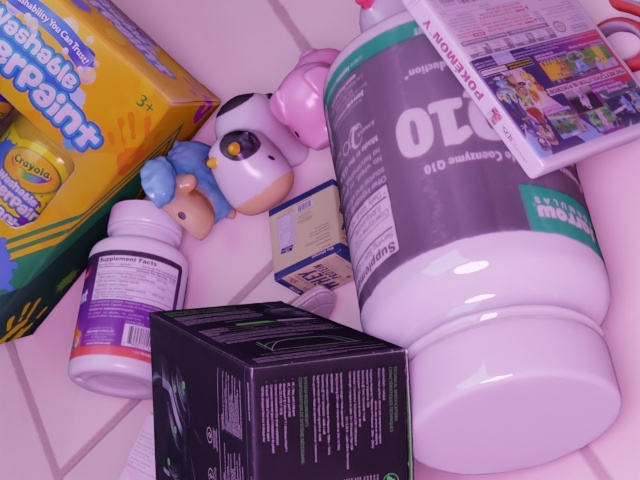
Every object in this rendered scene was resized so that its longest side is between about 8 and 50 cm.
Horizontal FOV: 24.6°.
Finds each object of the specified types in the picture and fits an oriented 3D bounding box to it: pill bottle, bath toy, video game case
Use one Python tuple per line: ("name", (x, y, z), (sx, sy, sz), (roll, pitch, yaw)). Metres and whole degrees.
("pill bottle", (0.124, -0.003, 1.226), (0.204, 0.204, 0.361), (-29, 52, 27))
("bath toy", (-0.018, -0.136, 1.474), (0.348, 0.129, 0.151), (-35, 49, 22))
("pill bottle", (-0.196, 0.060, 1.539), (0.108, 0.108, 0.193), (-11, 61, 37))
("video game case", (0.181, -0.147, 1.217), (0.183, 0.201, 0.023), (56, 132, 13))

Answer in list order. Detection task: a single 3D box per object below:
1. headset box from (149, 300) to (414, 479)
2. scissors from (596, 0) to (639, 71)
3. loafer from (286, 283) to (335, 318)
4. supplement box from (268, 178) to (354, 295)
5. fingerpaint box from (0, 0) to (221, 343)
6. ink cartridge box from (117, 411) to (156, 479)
("headset box", (-0.044, 0.190, 1.204), (0.283, 0.131, 0.246), (-167, 74, -66))
("scissors", (0.337, -0.152, 1.247), (0.109, 0.021, 0.297), (-54, 43, 2))
("loafer", (-0.036, 0.088, 1.433), (0.125, 0.045, 0.039), (-52, 38, 11))
("supplement box", (0.000, 0.000, 1.436), (0.083, 0.056, 0.083), (-26, 53, 29))
("fingerpaint box", (-0.402, -0.162, 1.621), (0.445, 0.163, 0.371), (44, 105, 8))
("ink cartridge box", (-0.129, 0.236, 1.399), (0.090, 0.092, 0.143), (17, 81, 44))
